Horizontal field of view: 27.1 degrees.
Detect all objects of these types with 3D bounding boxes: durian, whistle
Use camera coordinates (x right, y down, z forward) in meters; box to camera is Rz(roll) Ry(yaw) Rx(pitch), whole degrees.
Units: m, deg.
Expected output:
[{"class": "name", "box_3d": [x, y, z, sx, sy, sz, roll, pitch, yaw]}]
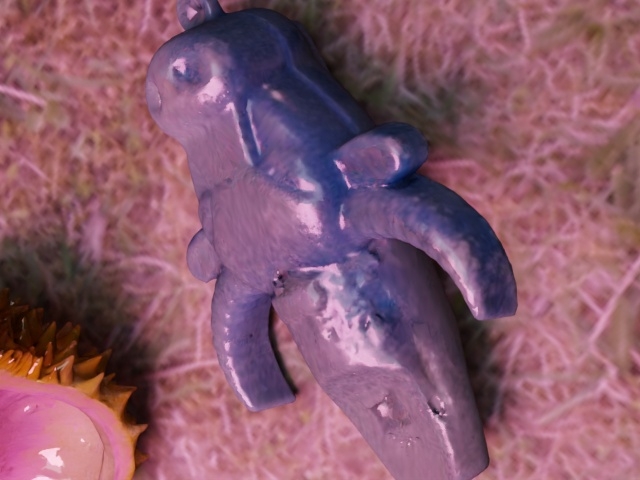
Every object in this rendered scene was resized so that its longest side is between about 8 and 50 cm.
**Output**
[{"class": "durian", "box_3d": [-0.181, 0.104, 0.688, 0.165, 0.132, 0.183, 7, 111, 29]}, {"class": "whistle", "box_3d": [0.000, 0.000, 0.630, 0.180, 0.093, 0.269, -29, 87, 44]}]
